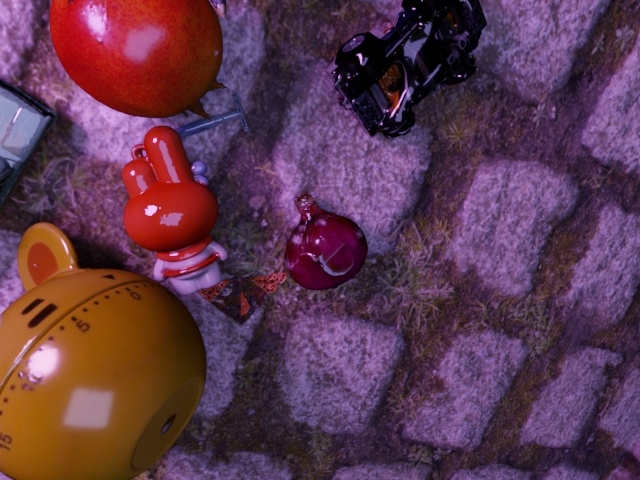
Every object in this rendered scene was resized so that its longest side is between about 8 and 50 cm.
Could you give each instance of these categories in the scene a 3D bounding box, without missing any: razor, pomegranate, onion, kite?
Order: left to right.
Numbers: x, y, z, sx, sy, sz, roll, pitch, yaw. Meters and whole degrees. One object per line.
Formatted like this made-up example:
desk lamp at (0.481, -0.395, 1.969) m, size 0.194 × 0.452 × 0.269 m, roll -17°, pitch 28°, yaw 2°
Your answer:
pomegranate at (-0.243, -0.277, 0.641) m, size 0.221 × 0.221 × 0.257 m, roll -43°, pitch 149°, yaw 1°
razor at (-0.199, -0.204, 0.775) m, size 0.135 × 0.040 × 0.068 m, roll -19°, pitch 114°, yaw -3°
kite at (-0.167, 0.128, 0.925) m, size 0.223 × 0.008 × 0.125 m, roll -4°, pitch 112°, yaw -17°
onion at (0.005, 0.005, 0.863) m, size 0.173 × 0.135 × 0.198 m, roll -29°, pitch 115°, yaw -9°

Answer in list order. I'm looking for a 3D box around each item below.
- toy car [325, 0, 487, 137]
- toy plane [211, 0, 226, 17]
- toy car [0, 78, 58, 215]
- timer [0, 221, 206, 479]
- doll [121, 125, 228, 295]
toy car at (0.163, -0.329, 0.797) m, size 0.301 × 0.118 × 0.193 m, roll -43°, pitch 125°, yaw 0°
toy plane at (-0.180, -0.448, 0.569) m, size 0.204 × 0.103 × 0.315 m, roll -19°, pitch 84°, yaw -11°
toy car at (-0.538, -0.092, 0.668) m, size 0.141 × 0.097 × 0.320 m, roll 33°, pitch 98°, yaw -27°
timer at (-0.394, 0.198, 0.721) m, size 0.387 × 0.376 × 0.375 m, roll 27°, pitch 103°, yaw 17°
doll at (-0.254, -0.046, 0.763) m, size 0.161 × 0.130 × 0.290 m, roll -18°, pitch 109°, yaw -8°
